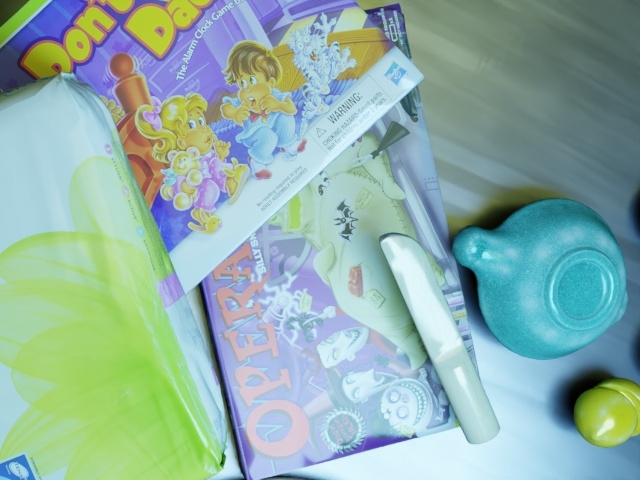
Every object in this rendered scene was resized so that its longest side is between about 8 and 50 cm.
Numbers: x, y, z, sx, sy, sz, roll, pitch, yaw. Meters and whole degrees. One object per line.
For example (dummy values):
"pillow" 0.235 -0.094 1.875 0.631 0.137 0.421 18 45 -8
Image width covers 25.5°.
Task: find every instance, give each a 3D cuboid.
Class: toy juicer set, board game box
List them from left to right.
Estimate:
"board game box" -0.130 -0.088 1.050 0.347 0.078 0.233 -43 93 3
"board game box" 0.000 0.000 1.137 0.208 0.056 0.346 -13 94 -7
"toy juicer set" 0.193 0.069 1.160 0.329 0.089 0.209 -9 102 -21

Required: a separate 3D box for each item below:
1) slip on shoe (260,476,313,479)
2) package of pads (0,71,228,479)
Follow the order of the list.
"slip on shoe" -0.101 0.251 1.092 0.331 0.101 0.123 0 89 -13
"package of pads" -0.207 0.056 0.969 0.229 0.101 0.296 -22 94 2
